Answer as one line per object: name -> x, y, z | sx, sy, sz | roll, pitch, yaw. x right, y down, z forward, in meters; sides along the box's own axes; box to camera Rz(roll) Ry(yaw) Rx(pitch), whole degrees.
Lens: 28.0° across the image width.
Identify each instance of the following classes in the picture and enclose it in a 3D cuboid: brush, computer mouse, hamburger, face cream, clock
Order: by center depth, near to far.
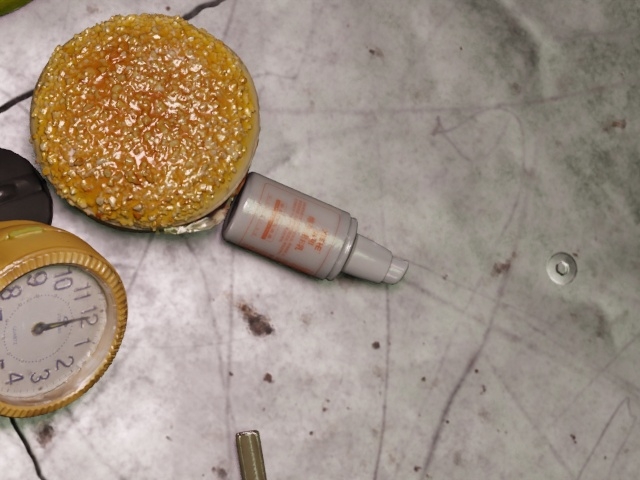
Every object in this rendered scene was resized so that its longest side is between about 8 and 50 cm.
clock -> -0.394, 0.092, 1.518 | 0.317, 0.200, 0.244 | -14, 125, -31
computer mouse -> -0.463, -0.023, 1.602 | 0.269, 0.086, 0.138 | -28, 89, -19
hamburger -> -0.223, -0.149, 1.645 | 0.302, 0.170, 0.302 | 3, 78, -14
brush -> -0.083, 0.341, 1.674 | 0.034, 0.027, 0.190 | -10, 90, -13
face cream -> 0.000, 0.000, 1.716 | 0.251, 0.101, 0.101 | 23, 75, -10

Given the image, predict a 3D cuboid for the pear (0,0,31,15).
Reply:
pear -> -0.397, -0.448, 1.653 | 0.281, 0.176, 0.287 | -14, 85, -19
